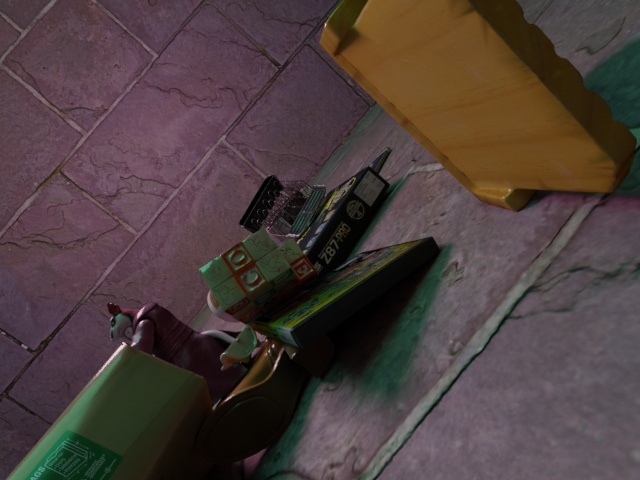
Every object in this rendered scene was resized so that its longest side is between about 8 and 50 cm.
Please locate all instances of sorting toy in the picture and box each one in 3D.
[{"bbox_3d":[-0.153,0.208,0.763,0.075,0.044,0.083,-48,2,37],"label":"sorting toy"}]

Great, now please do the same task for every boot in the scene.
[{"bbox_3d":[-0.107,0.246,0.762,0.283,0.109,0.220,-50,13,-10],"label":"boot"}]

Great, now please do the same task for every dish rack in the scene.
[{"bbox_3d":[-0.113,-0.104,1.280,0.271,0.074,0.209,8,64,47],"label":"dish rack"}]

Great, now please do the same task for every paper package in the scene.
[{"bbox_3d":[-0.307,0.382,0.632,0.325,0.167,0.310,-62,-17,-46],"label":"paper package"}]

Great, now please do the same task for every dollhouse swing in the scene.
[{"bbox_3d":[0.219,-0.243,0.503,0.315,0.346,0.305,-52,11,-14],"label":"dollhouse swing"}]

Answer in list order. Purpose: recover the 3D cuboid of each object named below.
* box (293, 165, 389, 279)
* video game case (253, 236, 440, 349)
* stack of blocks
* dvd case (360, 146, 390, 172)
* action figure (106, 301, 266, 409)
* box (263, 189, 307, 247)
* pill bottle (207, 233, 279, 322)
[{"bbox_3d":[0.000,0.000,1.179,0.395,0.097,0.318,-56,11,-21],"label":"box"},{"bbox_3d":[0.032,0.086,0.718,0.274,0.035,0.248,-31,4,-22],"label":"video game case"},{"bbox_3d":[-0.098,0.080,0.809,0.171,0.087,0.297,-35,-17,-8],"label":"stack of blocks"},{"bbox_3d":[0.162,-0.228,1.487,0.164,0.018,0.221,-37,18,50],"label":"dvd case"},{"bbox_3d":[-0.342,0.246,0.988,0.276,0.370,0.248,-50,10,7],"label":"action figure"},{"bbox_3d":[-0.094,-0.039,1.471,0.168,0.167,0.203,-43,13,26],"label":"box"},{"bbox_3d":[-0.199,0.100,1.104,0.229,0.131,0.131,-54,8,29],"label":"pill bottle"}]
